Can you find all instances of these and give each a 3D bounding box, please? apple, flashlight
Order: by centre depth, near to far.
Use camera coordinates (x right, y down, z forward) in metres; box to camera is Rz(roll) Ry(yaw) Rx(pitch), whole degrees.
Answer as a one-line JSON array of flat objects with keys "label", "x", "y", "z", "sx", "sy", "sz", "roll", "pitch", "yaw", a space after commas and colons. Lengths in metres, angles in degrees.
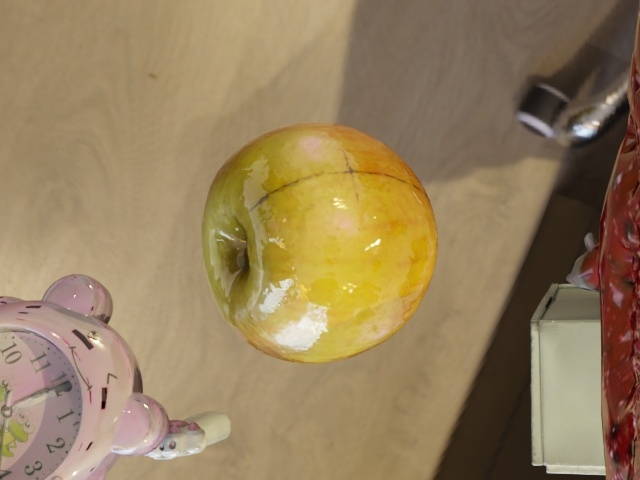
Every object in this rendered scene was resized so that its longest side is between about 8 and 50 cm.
[{"label": "apple", "x": 0.000, "y": 0.000, "z": 1.501, "sx": 0.233, "sy": 0.286, "sz": 0.286, "roll": -3, "pitch": 103, "yaw": -28}, {"label": "flashlight", "x": -0.174, "y": 0.256, "z": 1.778, "sx": 0.093, "sy": 0.200, "sz": 0.047, "roll": -5, "pitch": 89, "yaw": 17}]

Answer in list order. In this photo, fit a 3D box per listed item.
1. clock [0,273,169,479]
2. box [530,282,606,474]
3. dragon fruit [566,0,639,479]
[{"label": "clock", "x": -0.374, "y": 0.209, "z": 1.649, "sx": 0.322, "sy": 0.113, "sz": 0.295, "roll": -27, "pitch": 77, "yaw": -2}, {"label": "box", "x": 0.198, "y": 0.076, "z": 0.801, "sx": 0.130, "sy": 0.225, "sz": 0.086, "roll": -1, "pitch": 94, "yaw": 13}, {"label": "dragon fruit", "x": 0.204, "y": 0.048, "z": 0.430, "sx": 0.249, "sy": 0.371, "sz": 0.386, "roll": 2, "pitch": 104, "yaw": 11}]
